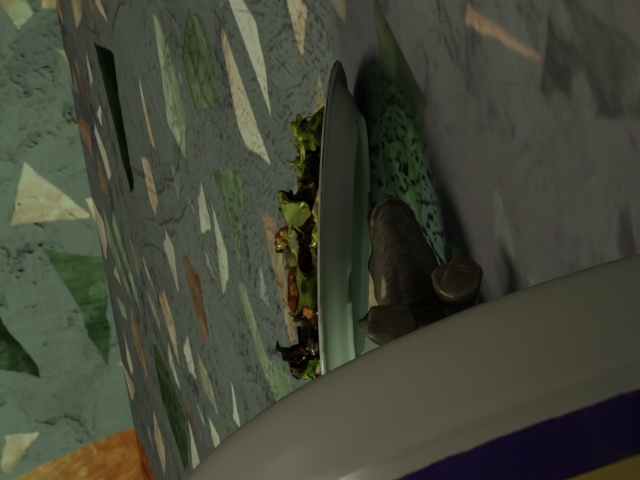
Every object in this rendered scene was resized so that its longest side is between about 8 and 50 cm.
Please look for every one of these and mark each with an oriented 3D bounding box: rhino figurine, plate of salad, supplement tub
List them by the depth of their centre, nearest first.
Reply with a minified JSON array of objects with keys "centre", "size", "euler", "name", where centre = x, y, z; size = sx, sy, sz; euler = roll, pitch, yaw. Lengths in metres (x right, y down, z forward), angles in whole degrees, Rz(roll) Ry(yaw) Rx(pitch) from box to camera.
[{"centre":[0.110,0.190,0.495],"size":[0.241,0.241,0.331],"euler":[106,148,-65],"name":"supplement tub"},{"centre":[0.060,0.065,0.958],"size":[0.243,0.073,0.106],"euler":[-113,5,-47],"name":"rhino figurine"},{"centre":[0.000,0.000,1.092],"size":[0.200,0.048,0.200],"euler":[2,-90,-85],"name":"plate of salad"}]
